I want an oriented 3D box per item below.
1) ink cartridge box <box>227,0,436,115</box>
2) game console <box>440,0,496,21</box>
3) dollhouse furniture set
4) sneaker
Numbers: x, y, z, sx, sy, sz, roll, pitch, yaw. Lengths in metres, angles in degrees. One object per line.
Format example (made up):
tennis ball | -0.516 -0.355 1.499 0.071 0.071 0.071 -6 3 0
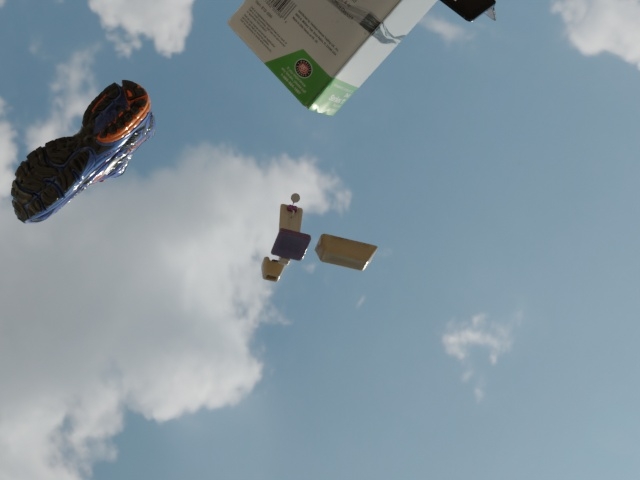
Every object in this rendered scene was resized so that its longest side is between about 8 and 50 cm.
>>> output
ink cartridge box | 0.021 -0.272 1.023 0.208 0.087 0.153 -46 -107 17
game console | 0.240 -0.417 1.550 0.122 0.071 0.107 42 -119 17
dollhouse furniture set | 0.000 0.000 1.004 0.114 0.091 0.081 13 -132 -10
sneaker | -0.285 -0.096 1.105 0.221 0.087 0.083 -41 -117 -5
